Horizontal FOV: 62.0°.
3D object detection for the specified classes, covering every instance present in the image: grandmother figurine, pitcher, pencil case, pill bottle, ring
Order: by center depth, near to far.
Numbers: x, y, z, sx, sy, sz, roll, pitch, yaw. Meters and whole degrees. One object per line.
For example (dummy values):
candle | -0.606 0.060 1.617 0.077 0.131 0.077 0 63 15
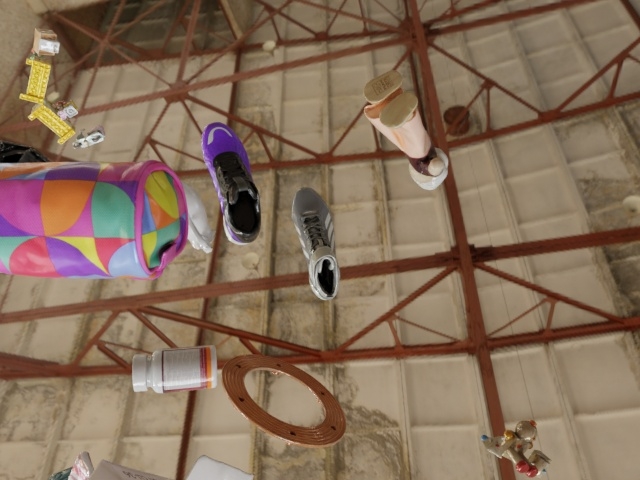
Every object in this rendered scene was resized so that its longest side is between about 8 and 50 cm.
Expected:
pencil case | -0.230 -0.014 0.434 0.236 0.104 0.105 -1 -126 11
grandmother figurine | 0.187 -0.204 1.093 0.104 0.342 0.208 -24 -119 15
ring | -0.091 0.390 1.303 0.336 0.336 0.032 36 -74 35
pill bottle | -0.402 0.359 1.483 0.221 0.121 0.121 -2 -130 -13
pitcher | -0.385 -0.065 1.563 0.125 0.207 0.177 -34 -153 -9

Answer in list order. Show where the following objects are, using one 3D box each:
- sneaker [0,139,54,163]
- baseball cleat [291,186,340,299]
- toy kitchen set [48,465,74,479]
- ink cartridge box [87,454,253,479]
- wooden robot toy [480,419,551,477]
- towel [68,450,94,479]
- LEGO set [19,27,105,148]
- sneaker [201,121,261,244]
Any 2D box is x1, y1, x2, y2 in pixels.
sneaker | -0.293 -0.060 0.570 0.170 0.089 0.051 23 -105 17
baseball cleat | 0.000 0.000 0.921 0.072 0.109 0.206 -16 -94 -7
toy kitchen set | -0.521 0.518 0.982 0.166 0.122 0.207 -21 -151 -4
ink cartridge box | -0.142 0.232 0.375 0.067 0.115 0.198 26 -111 26
wooden robot toy | 0.351 0.346 0.902 0.079 0.173 0.076 -57 -154 5
towel | -0.373 0.447 0.814 0.144 0.029 0.197 42 -65 44
LEGO set | -0.612 -0.344 1.220 0.132 0.287 0.107 -20 -137 -10
sneaker | -0.191 -0.134 1.214 0.102 0.294 0.146 -17 -175 -15
